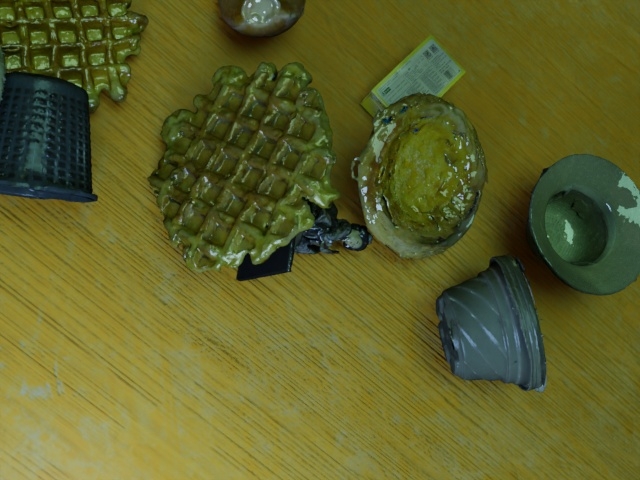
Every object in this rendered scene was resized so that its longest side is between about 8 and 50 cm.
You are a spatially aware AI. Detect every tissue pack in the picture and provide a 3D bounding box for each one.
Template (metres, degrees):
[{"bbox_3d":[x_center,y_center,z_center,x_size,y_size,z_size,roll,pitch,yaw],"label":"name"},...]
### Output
[{"bbox_3d":[0.165,-0.273,1.292,0.095,0.062,0.176,45,69,-4],"label":"tissue pack"}]

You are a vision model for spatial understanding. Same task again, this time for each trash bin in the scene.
[{"bbox_3d":[-0.386,-0.140,0.990,0.176,0.175,0.161,8,88,-18],"label":"trash bin"}]

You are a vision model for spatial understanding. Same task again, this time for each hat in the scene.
[{"bbox_3d":[0.450,-0.018,1.307,0.257,0.130,0.257,4,77,-20],"label":"hat"}]

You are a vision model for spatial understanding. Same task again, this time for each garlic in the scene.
[{"bbox_3d":[-0.099,-0.440,1.178,0.146,0.164,0.244,-4,75,-4],"label":"garlic"}]

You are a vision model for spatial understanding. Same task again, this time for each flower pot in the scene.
[{"bbox_3d":[0.271,0.145,1.182,0.141,0.235,0.235,-13,83,0],"label":"flower pot"}]

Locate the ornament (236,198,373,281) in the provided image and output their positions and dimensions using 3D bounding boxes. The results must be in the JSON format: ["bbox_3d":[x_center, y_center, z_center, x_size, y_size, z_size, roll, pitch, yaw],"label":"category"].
[{"bbox_3d":[0.000,0.000,1.148,0.196,0.166,0.153,14,75,-32],"label":"ornament"}]

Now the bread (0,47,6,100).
[{"bbox_3d":[-0.515,-0.184,0.960,0.040,0.267,0.266,30,56,-60],"label":"bread"}]

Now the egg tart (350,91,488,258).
[{"bbox_3d":[0.152,-0.109,1.212,0.291,0.107,0.290,-7,103,-31],"label":"egg tart"}]

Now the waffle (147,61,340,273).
[{"bbox_3d":[-0.120,-0.114,1.069,0.302,0.068,0.324,-23,64,17],"label":"waffle"}]

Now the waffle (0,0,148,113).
[{"bbox_3d":[-0.416,-0.316,1.091,0.309,0.065,0.283,38,71,-13],"label":"waffle"}]
